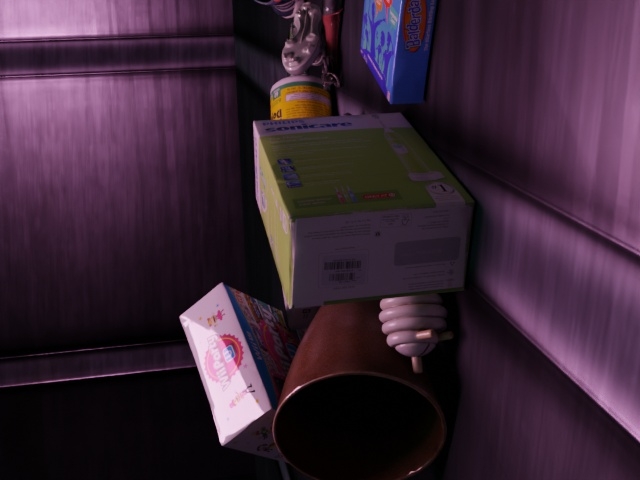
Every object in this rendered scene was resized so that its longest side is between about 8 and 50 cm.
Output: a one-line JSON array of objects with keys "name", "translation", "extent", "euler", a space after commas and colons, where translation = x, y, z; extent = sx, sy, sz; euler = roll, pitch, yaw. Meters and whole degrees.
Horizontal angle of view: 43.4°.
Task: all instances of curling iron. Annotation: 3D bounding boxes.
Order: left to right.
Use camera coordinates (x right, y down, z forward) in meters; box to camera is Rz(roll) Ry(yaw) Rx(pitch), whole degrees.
[{"name": "curling iron", "translation": [0.022, -0.381, 1.376], "extent": [0.068, 0.035, 0.274], "euler": [-98, 8, -54]}]

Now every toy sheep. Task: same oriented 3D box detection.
[{"name": "toy sheep", "translation": [0.113, 0.093, 0.970], "extent": [0.091, 0.091, 0.132], "euler": [118, 154, -71]}]

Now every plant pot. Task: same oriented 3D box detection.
[{"name": "plant pot", "translation": [0.053, 0.172, 1.088], "extent": [0.230, 0.215, 0.215], "euler": [-86, -1, -54]}]

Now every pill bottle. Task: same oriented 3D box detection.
[{"name": "pill bottle", "translation": [-0.033, -0.190, 1.495], "extent": [0.117, 0.117, 0.208], "euler": [118, 150, -71]}]

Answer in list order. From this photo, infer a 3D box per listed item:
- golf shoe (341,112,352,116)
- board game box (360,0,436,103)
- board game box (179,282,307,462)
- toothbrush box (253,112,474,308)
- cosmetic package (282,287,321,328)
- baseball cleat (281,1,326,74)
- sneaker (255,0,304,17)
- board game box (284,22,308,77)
[{"name": "golf shoe", "translation": [0.038, -0.149, 1.362], "extent": [0.086, 0.067, 0.186], "euler": [-54, -10, -11]}, {"name": "board game box", "translation": [0.096, -0.298, 0.991], "extent": [0.160, 0.047, 0.210], "euler": [-109, 18, -53]}, {"name": "board game box", "translation": [-0.058, 0.218, 1.231], "extent": [0.303, 0.097, 0.224], "euler": [32, -154, -51]}, {"name": "toothbrush box", "translation": [0.038, -0.050, 0.981], "extent": [0.283, 0.206, 0.122], "euler": [-113, 21, -57]}, {"name": "cosmetic package", "translation": [0.016, 0.020, 1.266], "extent": [0.151, 0.151, 0.184], "euler": [100, 162, -51]}, {"name": "baseball cleat", "translation": [-0.018, -0.349, 1.476], "extent": [0.109, 0.072, 0.206], "euler": [67, -154, -44]}, {"name": "sneaker", "translation": [-0.102, -0.539, 1.667], "extent": [0.350, 0.148, 0.131], "euler": [-156, 62, -78]}, {"name": "board game box", "translation": [-0.048, -0.337, 1.796], "extent": [0.136, 0.030, 0.260], "euler": [121, 143, -76]}]
